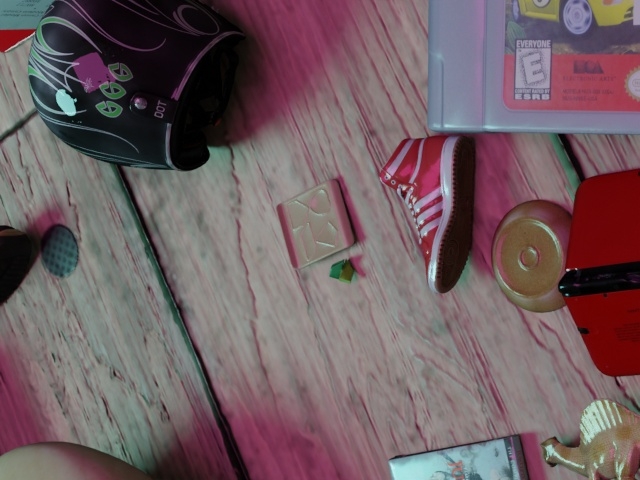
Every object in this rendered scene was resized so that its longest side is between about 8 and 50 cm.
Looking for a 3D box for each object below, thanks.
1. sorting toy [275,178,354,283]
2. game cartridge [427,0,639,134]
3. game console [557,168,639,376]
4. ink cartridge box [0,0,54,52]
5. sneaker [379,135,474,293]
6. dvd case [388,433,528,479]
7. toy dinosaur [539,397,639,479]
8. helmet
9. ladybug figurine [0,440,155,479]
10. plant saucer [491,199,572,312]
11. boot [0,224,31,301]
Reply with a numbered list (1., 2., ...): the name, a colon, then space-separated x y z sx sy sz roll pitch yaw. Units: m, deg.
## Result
1. sorting toy: 0.000 0.000 1.582 0.062 0.012 0.083 -24 75 32
2. game cartridge: 0.200 -0.170 1.391 0.294 0.060 0.196 3 91 38
3. game console: 0.248 0.020 1.389 0.144 0.085 0.124 -9 119 39
4. ink cartridge box: -0.276 -0.346 1.702 0.272 0.130 0.309 -27 77 37
5. sneaker: 0.077 -0.021 1.501 0.067 0.042 0.118 6 89 34
6. dvd case: 0.108 0.199 1.511 0.119 0.013 0.087 -15 84 37
7. toy dinosaur: 0.219 0.150 1.389 0.183 0.053 0.093 -29 81 41
8. helmet: -0.158 -0.139 1.613 0.161 0.169 0.169 23 108 17
9. ladybug figurine: -0.160 0.382 1.639 0.305 0.162 0.449 -19 81 37
10. plant saucer: 0.156 0.012 1.459 0.083 0.015 0.083 3 94 38
11. boot: -0.353 0.014 1.826 0.198 0.077 0.137 -43 62 31
